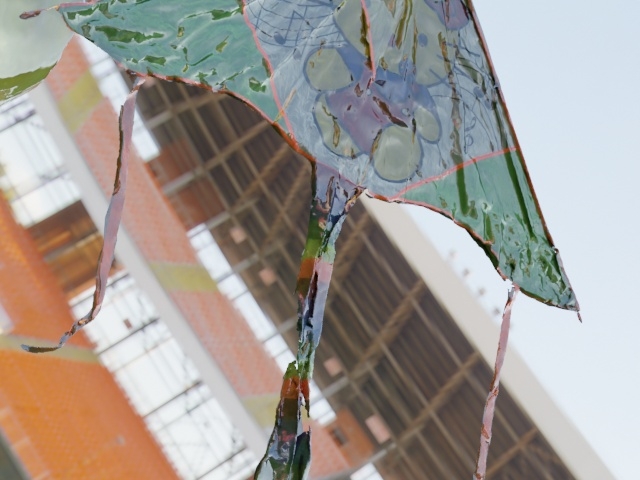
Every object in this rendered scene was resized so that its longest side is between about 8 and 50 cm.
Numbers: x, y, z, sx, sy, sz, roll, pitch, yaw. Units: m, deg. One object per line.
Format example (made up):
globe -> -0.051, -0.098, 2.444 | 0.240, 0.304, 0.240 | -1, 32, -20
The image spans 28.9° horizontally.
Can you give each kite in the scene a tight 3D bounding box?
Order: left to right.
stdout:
kite -> 0.000, 0.000, 0.350 | 0.198, 0.244, 0.006 | 24, -20, -26

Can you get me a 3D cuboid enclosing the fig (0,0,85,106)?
fig -> -0.271, -0.177, 0.758 | 0.239, 0.271, 0.240 | -28, -125, 49
